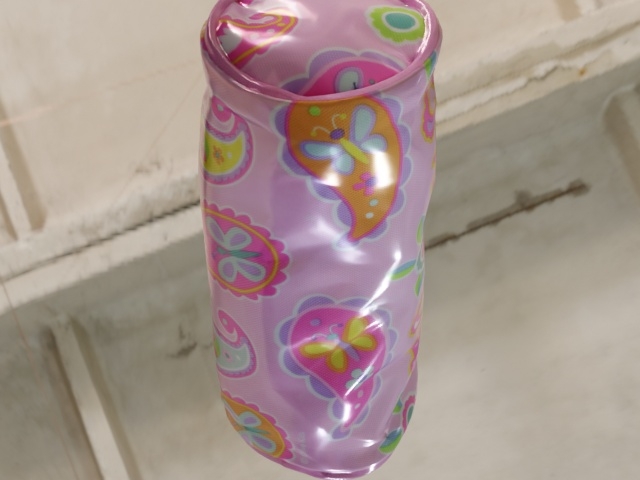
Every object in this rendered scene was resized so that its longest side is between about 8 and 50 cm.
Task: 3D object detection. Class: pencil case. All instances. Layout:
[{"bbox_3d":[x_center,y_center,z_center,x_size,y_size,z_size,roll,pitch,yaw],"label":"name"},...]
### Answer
[{"bbox_3d":[0.000,0.000,0.714,0.124,0.284,0.124,-1,-138,1],"label":"pencil case"}]
